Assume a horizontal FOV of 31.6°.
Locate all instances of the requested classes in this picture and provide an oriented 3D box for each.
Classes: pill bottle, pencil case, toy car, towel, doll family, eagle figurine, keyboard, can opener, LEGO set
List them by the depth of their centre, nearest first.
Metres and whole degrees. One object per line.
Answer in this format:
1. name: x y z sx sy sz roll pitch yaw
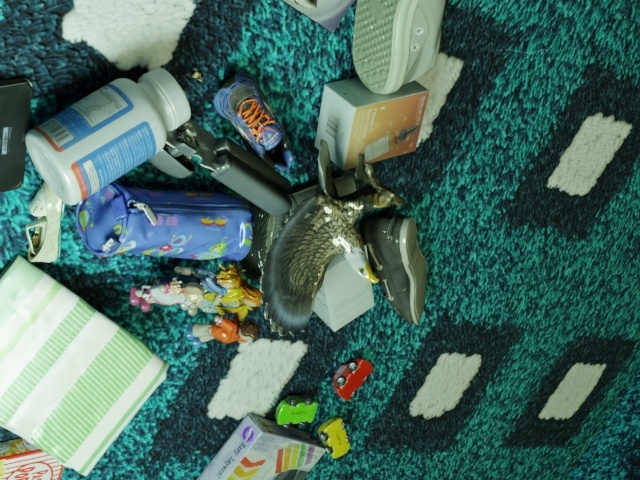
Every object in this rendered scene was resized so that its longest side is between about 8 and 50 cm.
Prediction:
1. keyboard: -0.461 -0.141 1.585 0.108 0.023 0.180 -19 134 -41
2. pill bottle: -0.301 -0.157 1.634 0.221 0.124 0.124 -35 141 -23
3. LEGO set: -0.214 -0.232 1.738 0.083 0.023 0.054 -48 143 1
4. towel: -0.430 0.207 1.808 0.325 0.038 0.248 39 90 -27
5. pencil case: -0.239 -0.029 1.812 0.133 0.119 0.306 -21 164 41
6. can opener: -0.169 -0.118 1.822 0.095 0.076 0.283 -28 137 30
7. eagle figurine: 0.005 0.008 1.895 0.298 0.225 0.226 -40 131 7
8. doll family: -0.193 0.089 1.942 0.263 0.163 0.118 41 49 -50
9. toy car: -0.009 0.357 2.431 0.225 0.053 0.239 3 108 -37

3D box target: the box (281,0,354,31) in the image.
1. box: -0.030 -0.494 1.556 0.294 0.183 0.296 20 109 -52

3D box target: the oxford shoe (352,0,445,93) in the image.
1. oxford shoe: 0.150 -0.432 1.800 0.130 0.169 0.449 -21 143 -26

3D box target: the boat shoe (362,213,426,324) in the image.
1. boat shoe: 0.155 0.055 2.318 0.335 0.095 0.112 74 30 -52

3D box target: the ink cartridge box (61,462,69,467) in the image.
1. ink cartridge box: -0.409 0.275 1.916 0.127 0.072 0.175 45 89 -11

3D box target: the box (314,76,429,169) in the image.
1. box: 0.090 -0.215 1.993 0.170 0.091 0.130 -18 134 -33

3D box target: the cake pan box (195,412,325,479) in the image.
1. cake pan box: -0.139 0.504 2.439 0.246 0.070 0.267 -50 144 7

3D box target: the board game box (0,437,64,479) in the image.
1. board game box: -0.547 0.416 1.980 0.193 0.045 0.147 -7 127 -41

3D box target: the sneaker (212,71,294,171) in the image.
1. sneaker: -0.098 -0.191 1.837 0.083 0.087 0.221 -45 143 -5

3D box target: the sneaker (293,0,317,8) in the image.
1. sneaker: 0.014 -0.390 1.470 0.069 0.084 0.185 6 121 -46

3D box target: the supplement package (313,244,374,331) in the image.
1. supplement package: 0.026 0.066 2.172 0.105 0.105 0.179 -31 140 -19

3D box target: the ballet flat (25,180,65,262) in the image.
1. ballet flat: -0.414 -0.033 1.701 0.052 0.057 0.168 -8 128 -28

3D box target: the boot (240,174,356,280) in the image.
1. boot: -0.038 -0.024 2.069 0.208 0.076 0.190 -16 136 -43
